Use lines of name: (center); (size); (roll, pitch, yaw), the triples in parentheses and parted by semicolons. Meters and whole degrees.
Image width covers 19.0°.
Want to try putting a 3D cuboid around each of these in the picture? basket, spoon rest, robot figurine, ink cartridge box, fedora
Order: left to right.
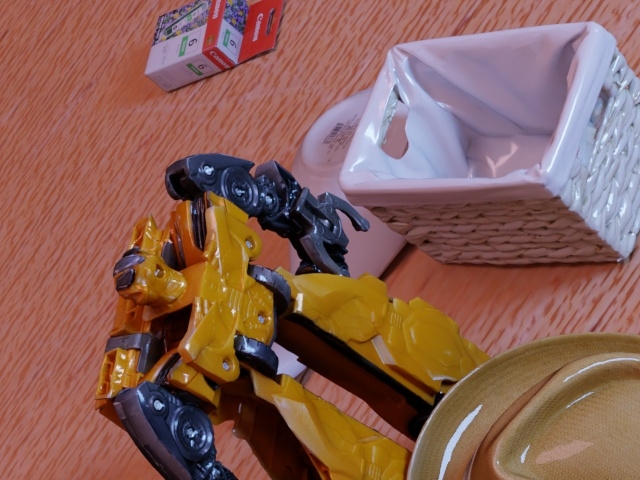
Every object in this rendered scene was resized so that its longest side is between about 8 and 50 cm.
ink cartridge box: (-0.083, -0.163, 1.502); (0.115, 0.029, 0.062); (-18, 48, 36)
robot figurine: (-0.005, 0.084, 1.009); (0.085, 0.291, 0.211); (-24, 44, 40)
spoon rest: (0.000, 0.000, 1.264); (0.137, 0.084, 0.276); (12, 56, 48)
basket: (0.114, -0.054, 1.157); (0.167, 0.103, 0.113); (0, 60, 44)
fedora: (0.140, 0.112, 0.951); (0.194, 0.079, 0.194); (-1, 59, 2)
